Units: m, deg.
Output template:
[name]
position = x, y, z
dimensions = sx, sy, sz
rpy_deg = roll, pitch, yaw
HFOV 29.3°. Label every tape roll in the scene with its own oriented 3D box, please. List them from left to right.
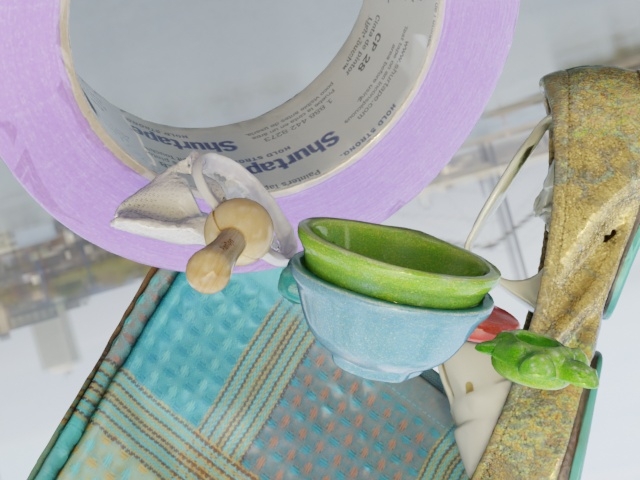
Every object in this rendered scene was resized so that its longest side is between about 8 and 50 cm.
[tape roll]
position = -0.042, -0.123, 0.603
dimensions = 0.274, 0.275, 0.090
rpy_deg = -16, -148, -16

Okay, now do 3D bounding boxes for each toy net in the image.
[toy net]
position = 0.000, 0.000, 0.480
dimensions = 0.122, 0.045, 0.232
rpy_deg = 3, -165, -35

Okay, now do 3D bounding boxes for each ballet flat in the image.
[ballet flat]
position = 0.137, 0.050, 0.781
dimensions = 0.123, 0.349, 0.123
rpy_deg = 18, 174, 2

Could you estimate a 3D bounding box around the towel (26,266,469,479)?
[towel]
position = -0.055, 0.193, 0.734
dimensions = 0.040, 0.271, 0.370
rpy_deg = -16, -140, 57
